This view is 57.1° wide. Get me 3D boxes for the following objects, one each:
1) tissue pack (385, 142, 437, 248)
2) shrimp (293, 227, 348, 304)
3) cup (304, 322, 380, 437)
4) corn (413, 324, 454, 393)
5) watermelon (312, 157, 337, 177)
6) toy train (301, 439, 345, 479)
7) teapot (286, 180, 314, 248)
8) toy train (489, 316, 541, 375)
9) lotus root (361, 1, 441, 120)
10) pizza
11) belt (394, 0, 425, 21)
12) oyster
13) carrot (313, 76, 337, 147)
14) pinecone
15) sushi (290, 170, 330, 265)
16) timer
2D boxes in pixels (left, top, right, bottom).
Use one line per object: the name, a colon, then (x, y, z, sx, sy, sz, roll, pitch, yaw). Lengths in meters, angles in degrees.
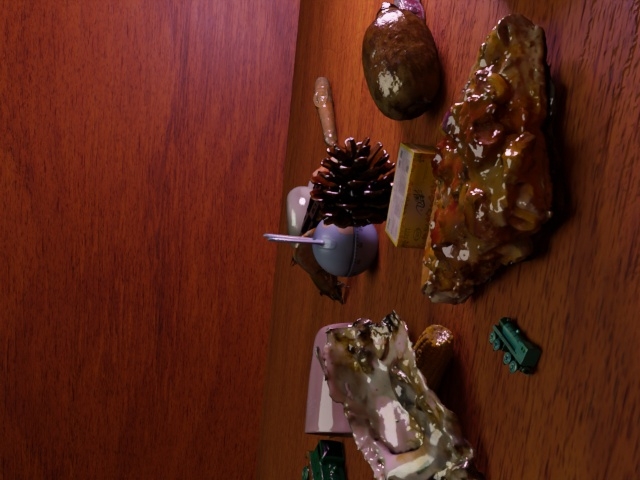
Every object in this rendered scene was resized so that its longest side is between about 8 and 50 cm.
tissue pack: (0.170, -0.082, 1.070, 0.095, 0.062, 0.176, -112, 27, -70)
shrimp: (0.041, 0.061, 1.559, 0.296, 0.169, 0.058, 57, -173, -44)
cup: (0.082, 0.280, 1.151, 0.253, 0.192, 0.200, 45, -136, -60)
corn: (0.166, 0.222, 0.967, 0.067, 0.067, 0.206, -101, 19, -51)
watermelon: (0.019, -0.178, 1.735, 0.125, 0.094, 0.135, 107, -178, -57)
toy train: (0.016, 0.617, 1.532, 0.227, 0.091, 0.136, -105, 32, -58)
teapot: (-0.037, -0.110, 1.889, 0.220, 0.149, 0.318, 97, 170, -60)
toy train: (0.240, 0.130, 0.735, 0.092, 0.029, 0.045, -107, 31, -64)
lotus root: (0.147, -0.341, 1.100, 0.145, 0.129, 0.260, -40, 54, 47)
pizza: (0.211, -0.074, 0.770, 0.277, 0.114, 0.408, -94, 11, -58)
belt: (0.176, -0.512, 1.216, 0.071, 0.053, 0.232, 119, 152, -67)
oyster: (0.126, 0.270, 0.915, 0.201, 0.107, 0.354, -45, 54, 29)
carrot: (0.018, -0.428, 1.955, 0.070, 0.070, 0.342, 107, 161, -49)
pinecone: (0.073, -0.120, 1.221, 0.208, 0.208, 0.207, -176, 90, -79)
sushi: (0.020, -0.060, 1.614, 0.290, 0.050, 0.264, -21, -50, -71)
timer: (0.016, -0.015, 1.385, 0.175, 0.255, 0.175, -59, 11, 18)
